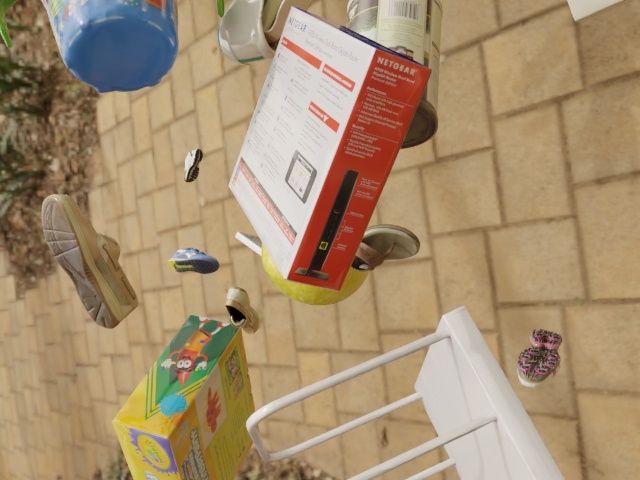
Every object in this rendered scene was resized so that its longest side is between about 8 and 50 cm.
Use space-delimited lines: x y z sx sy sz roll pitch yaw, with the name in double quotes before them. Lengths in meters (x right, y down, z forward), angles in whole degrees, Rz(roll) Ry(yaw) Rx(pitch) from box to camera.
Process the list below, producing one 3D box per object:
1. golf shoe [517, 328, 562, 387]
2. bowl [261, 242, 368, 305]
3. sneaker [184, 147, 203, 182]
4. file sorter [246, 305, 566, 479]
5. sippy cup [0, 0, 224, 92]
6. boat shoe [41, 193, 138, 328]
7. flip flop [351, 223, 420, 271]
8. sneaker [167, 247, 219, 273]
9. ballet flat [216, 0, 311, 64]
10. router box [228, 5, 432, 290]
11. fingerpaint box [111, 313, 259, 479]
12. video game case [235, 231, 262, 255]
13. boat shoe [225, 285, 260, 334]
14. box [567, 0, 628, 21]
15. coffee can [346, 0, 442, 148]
"golf shoe" 0.383 0.223 1.276 0.068 0.186 0.085 12 108 24
"bowl" 0.000 0.000 1.809 0.156 0.290 0.289 106 145 -65
"sneaker" -0.373 -0.213 2.110 0.044 0.040 0.109 -4 60 35
"file sorter" 0.082 0.231 0.524 0.192 0.173 0.277 87 158 -64
"sippy cup" -0.316 -0.357 1.116 0.306 0.240 0.224 -28 60 22
"boat shoe" -0.464 0.032 1.491 0.109 0.098 0.302 -2 118 38
"flip flop" 0.084 0.029 1.626 0.112 0.277 0.080 71 -161 -49
"sneaker" -0.300 0.043 1.761 0.144 0.059 0.053 4 134 29
"ballet flat" -0.037 -0.466 1.205 0.139 0.139 0.400 18 83 50
"router box" -0.009 -0.141 1.008 0.301 0.082 0.335 -68 27 18
"fingerpaint box" -0.329 0.483 1.897 0.163 0.371 0.444 11 132 18
"video game case" -0.125 0.038 2.141 0.201 0.183 0.023 32 100 39
"boat shoe" -0.151 0.140 1.371 0.050 0.045 0.135 9 143 23
"box" 0.532 -0.447 1.157 0.275 0.113 0.094 -16 98 47
"coffee can" 0.142 -0.351 1.480 0.202 0.202 0.275 -22 55 51
